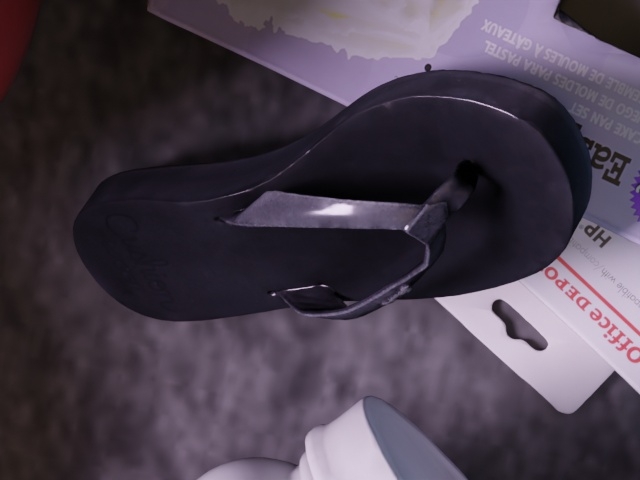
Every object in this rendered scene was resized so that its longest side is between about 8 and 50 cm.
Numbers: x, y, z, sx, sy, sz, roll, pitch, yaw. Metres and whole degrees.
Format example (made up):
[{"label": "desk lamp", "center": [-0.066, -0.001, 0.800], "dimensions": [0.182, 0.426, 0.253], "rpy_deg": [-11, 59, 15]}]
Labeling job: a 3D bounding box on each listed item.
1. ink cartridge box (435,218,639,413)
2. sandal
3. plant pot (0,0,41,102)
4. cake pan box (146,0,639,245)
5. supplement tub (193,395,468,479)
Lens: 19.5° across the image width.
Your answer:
[{"label": "ink cartridge box", "center": [0.144, -0.005, 0.834], "dimensions": [0.104, 0.060, 0.180], "rpy_deg": [42, 98, -12]}, {"label": "sandal", "center": [0.000, 0.001, 0.760], "dimensions": [0.254, 0.054, 0.097], "rpy_deg": [-15, 123, 38]}, {"label": "plant pot", "center": [-0.249, -0.106, 0.690], "dimensions": [0.275, 0.243, 0.275], "rpy_deg": [-1, 105, -3]}, {"label": "cake pan box", "center": [0.098, -0.146, 0.756], "dimensions": [0.267, 0.070, 0.245], "rpy_deg": [27, 100, 5]}, {"label": "supplement tub", "center": [-0.041, 0.237, 0.798], "dimensions": [0.316, 0.228, 0.228], "rpy_deg": [-40, 103, 6]}]
